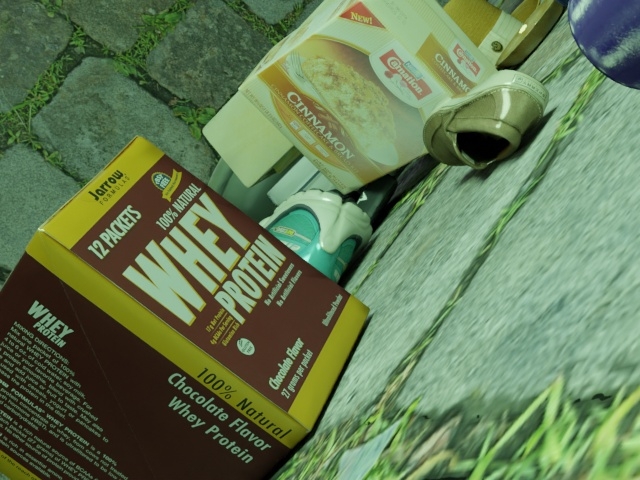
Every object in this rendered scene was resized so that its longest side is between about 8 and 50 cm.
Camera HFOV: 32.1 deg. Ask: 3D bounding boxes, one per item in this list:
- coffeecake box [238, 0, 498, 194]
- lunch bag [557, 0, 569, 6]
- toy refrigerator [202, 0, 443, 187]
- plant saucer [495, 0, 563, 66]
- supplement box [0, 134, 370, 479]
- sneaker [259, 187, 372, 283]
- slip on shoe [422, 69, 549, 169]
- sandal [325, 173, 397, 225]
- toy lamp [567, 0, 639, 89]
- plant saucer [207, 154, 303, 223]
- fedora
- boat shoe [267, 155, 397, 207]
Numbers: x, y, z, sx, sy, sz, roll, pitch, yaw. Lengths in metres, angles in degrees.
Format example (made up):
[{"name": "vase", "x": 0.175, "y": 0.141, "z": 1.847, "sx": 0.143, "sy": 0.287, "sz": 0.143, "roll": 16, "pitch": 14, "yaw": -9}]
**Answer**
[{"name": "coffeecake box", "x": 0.041, "y": -0.134, "z": 0.959, "sx": 0.185, "sy": 0.142, "sz": 0.068, "roll": -26, "pitch": 25, "yaw": 51}, {"name": "lunch bag", "x": 0.193, "y": -0.221, "z": 0.810, "sx": 0.098, "sy": 0.067, "sz": 0.065, "roll": -54, "pitch": 4, "yaw": -7}, {"name": "toy refrigerator", "x": 0.003, "y": -0.173, "z": 1.183, "sx": 0.269, "sy": 0.094, "sz": 0.102, "roll": -40, "pitch": -2, "yaw": 35}, {"name": "plant saucer", "x": 0.179, "y": -0.175, "z": 0.934, "sx": 0.083, "sy": 0.015, "sz": 0.083, "roll": -52, "pitch": 3, "yaw": 4}, {"name": "supplement box", "x": -0.111, "y": 0.078, "z": 0.717, "sx": 0.194, "sy": 0.191, "sz": 0.129, "roll": -50, "pitch": 5, "yaw": 35}, {"name": "sneaker", "x": -0.056, "y": 0.052, "z": 1.026, "sx": 0.275, "sy": 0.107, "sz": 0.110, "roll": -47, "pitch": 16, "yaw": 51}, {"name": "slip on shoe", "x": 0.097, "y": -0.065, "z": 0.698, "sx": 0.041, "sy": 0.051, "sz": 0.135, "roll": -66, "pitch": 14, "yaw": -17}, {"name": "sandal", "x": -0.001, "y": 0.001, "z": 1.121, "sx": 0.097, "sy": 0.054, "sz": 0.254, "roll": -55, "pitch": 5, "yaw": -32}, {"name": "toy lamp", "x": 0.166, "y": -0.131, "z": 0.294, "sx": 0.080, "sy": 0.080, "sz": 0.275, "roll": -55, "pitch": 8, "yaw": -37}, {"name": "plant saucer", "x": 0.003, "y": -0.138, "z": 1.604, "sx": 0.400, "sy": 0.100, "sz": 0.400, "roll": -46, "pitch": -12, "yaw": -12}, {"name": "fedora", "x": 0.127, "y": -0.174, "z": 1.059, "sx": 0.194, "sy": 0.079, "sz": 0.194, "roll": -52, "pitch": 4, "yaw": 6}, {"name": "boat shoe", "x": 0.060, "y": -0.107, "z": 1.196, "sx": 0.258, "sy": 0.084, "sz": 0.095, "roll": -42, "pitch": 4, "yaw": 18}]
